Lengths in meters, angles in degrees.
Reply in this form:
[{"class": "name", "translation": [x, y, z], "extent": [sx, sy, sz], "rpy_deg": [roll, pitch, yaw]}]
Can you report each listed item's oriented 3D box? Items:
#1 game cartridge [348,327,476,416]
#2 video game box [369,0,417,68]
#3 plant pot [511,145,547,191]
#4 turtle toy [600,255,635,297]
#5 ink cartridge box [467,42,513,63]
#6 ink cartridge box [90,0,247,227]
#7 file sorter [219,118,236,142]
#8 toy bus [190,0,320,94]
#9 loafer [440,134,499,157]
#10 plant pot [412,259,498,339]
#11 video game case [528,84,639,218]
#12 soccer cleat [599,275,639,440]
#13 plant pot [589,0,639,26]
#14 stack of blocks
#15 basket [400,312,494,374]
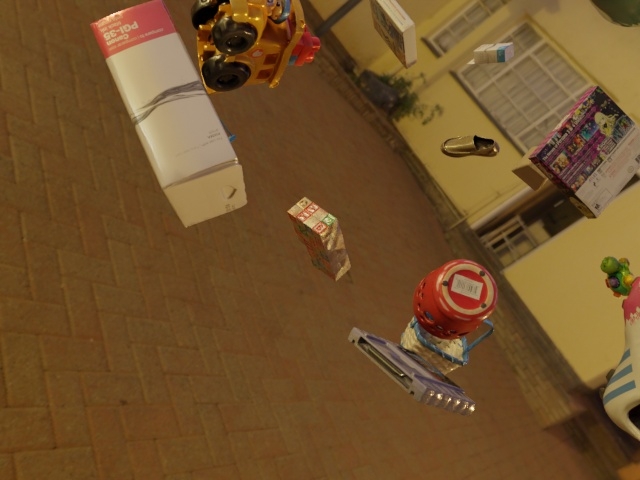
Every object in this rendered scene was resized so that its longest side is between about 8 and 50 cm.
[{"class": "game cartridge", "translation": [0.259, 0.372, 1.564], "extent": [0.230, 0.068, 0.355], "rpy_deg": [21, 7, -34]}, {"class": "video game box", "translation": [0.211, -0.626, 1.576], "extent": [0.187, 0.048, 0.205], "rpy_deg": [60, 4, 16]}, {"class": "plant pot", "translation": [0.696, -0.237, 1.716], "extent": [0.109, 0.109, 0.096], "rpy_deg": [42, -1, 5]}, {"class": "turtle toy", "translation": [0.753, 0.091, 1.365], "extent": [0.130, 0.066, 0.095], "rpy_deg": [57, 31, -26]}, {"class": "ink cartridge box", "translation": [0.349, -0.386, 1.116], "extent": [0.048, 0.083, 0.028], "rpy_deg": [-40, 127, -39]}, {"class": "ink cartridge box", "translation": [-0.228, -0.186, 0.848], "extent": [0.207, 0.117, 0.282], "rpy_deg": [108, -43, -75]}, {"class": "file sorter", "translation": [-0.361, -0.301, 1.631], "extent": [0.170, 0.118, 0.104], "rpy_deg": [-7, -56, 55]}, {"class": "toy bus", "translation": [-0.096, -0.353, 0.899], "extent": [0.220, 0.212, 0.149], "rpy_deg": [136, -54, -63]}, {"class": "loafer", "translation": [0.383, -0.246, 1.385], "extent": [0.050, 0.148, 0.056], "rpy_deg": [62, 32, -62]}, {"class": "plant pot", "translation": [0.353, 0.153, 1.410], "extent": [0.191, 0.191, 0.174], "rpy_deg": [57, -15, 13]}, {"class": "video game case", "translation": [0.631, -0.203, 1.250], "extent": [0.210, 0.232, 0.042], "rpy_deg": [43, -6, -6]}, {"class": "soccer cleat", "translation": [0.608, 0.211, 0.965], "extent": [0.143, 0.116, 0.331], "rpy_deg": [-105, -163, -68]}, {"class": "plant pot", "translation": [0.859, -0.764, 1.485], "extent": [0.235, 0.293, 0.293], "rpy_deg": [-7, 58, -46]}, {"class": "stack of blocks", "translation": [0.000, 0.000, 1.973], "extent": [0.171, 0.087, 0.297], "rpy_deg": [35, -22, 34]}, {"class": "basket", "translation": [0.432, 0.334, 1.928], "extent": [0.255, 0.289, 0.201], "rpy_deg": [33, 33, -12]}]
